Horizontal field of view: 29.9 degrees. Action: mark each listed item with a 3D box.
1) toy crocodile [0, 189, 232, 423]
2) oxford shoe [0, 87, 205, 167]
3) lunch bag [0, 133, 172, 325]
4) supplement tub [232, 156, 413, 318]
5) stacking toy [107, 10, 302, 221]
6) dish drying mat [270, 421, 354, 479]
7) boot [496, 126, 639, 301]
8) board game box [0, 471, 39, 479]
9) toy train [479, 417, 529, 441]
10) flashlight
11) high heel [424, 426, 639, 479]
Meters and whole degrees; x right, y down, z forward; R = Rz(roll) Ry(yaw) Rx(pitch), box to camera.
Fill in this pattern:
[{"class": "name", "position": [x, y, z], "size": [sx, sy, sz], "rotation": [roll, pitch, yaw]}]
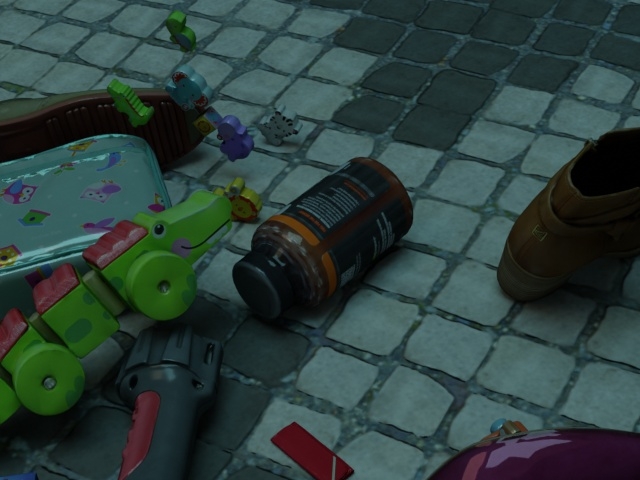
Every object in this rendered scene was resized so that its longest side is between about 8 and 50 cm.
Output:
[{"class": "toy crocodile", "position": [-0.226, 0.062, 1.146], "size": [0.340, 0.105, 0.115], "rotation": [-40, 23, -10]}, {"class": "oxford shoe", "position": [-0.312, -0.140, 1.447], "size": [0.348, 0.123, 0.130], "rotation": [-9, 36, -5]}, {"class": "lunch bag", "position": [-0.300, -0.011, 1.305], "size": [0.279, 0.108, 0.224], "rotation": [-13, 42, -8]}, {"class": "supplement tub", "position": [0.000, 0.000, 1.260], "size": [0.106, 0.106, 0.198], "rotation": [29, 51, 33]}, {"class": "stacking toy", "position": [-0.126, -0.148, 1.387], "size": [0.052, 0.221, 0.167], "rotation": [-28, 25, 39]}, {"class": "dish drying mat", "position": [-0.008, 0.198, 1.109], "size": [0.032, 0.008, 0.083], "rotation": [-34, 49, -27]}, {"class": "boot", "position": [0.304, -0.064, 1.199], "size": [0.283, 0.220, 0.109], "rotation": [-28, 70, -21]}, {"class": "board game box", "position": [-0.294, 0.280, 0.943], "size": [0.136, 0.035, 0.201], "rotation": [-7, 42, -2]}, {"class": "toy train", "position": [0.170, 0.218, 1.036], "size": [0.125, 0.046, 0.166], "rotation": [-19, 43, -15]}, {"class": "flashlight", "position": [-0.164, 0.201, 1.062], "size": [0.103, 0.103, 0.304], "rotation": [34, 32, -22]}, {"class": "high heel", "position": [0.098, 0.266, 0.915], "size": [0.377, 0.127, 0.181], "rotation": [-19, 59, 9]}]
